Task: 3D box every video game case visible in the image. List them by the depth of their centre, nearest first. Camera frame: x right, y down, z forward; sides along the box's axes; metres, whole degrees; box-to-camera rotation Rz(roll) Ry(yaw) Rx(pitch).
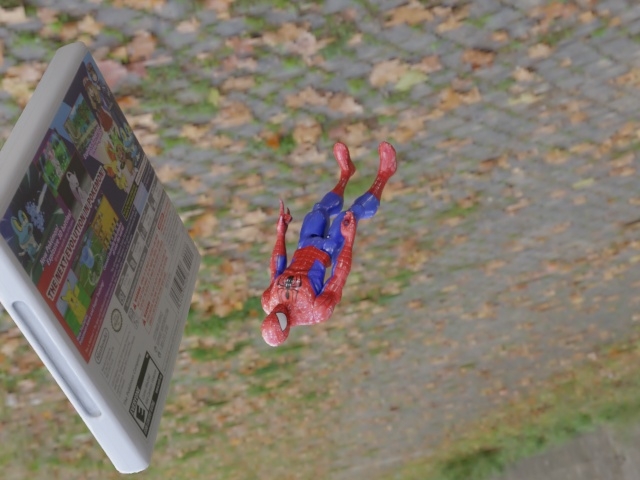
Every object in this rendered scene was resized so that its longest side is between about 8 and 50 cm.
[{"bbox_3d":[-0.132,0.005,0.663,0.023,0.201,0.183,-14,124,16],"label":"video game case"}]

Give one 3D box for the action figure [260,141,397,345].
[{"bbox_3d":[0.000,0.000,0.477,0.038,0.115,0.030,5,139,24],"label":"action figure"}]
